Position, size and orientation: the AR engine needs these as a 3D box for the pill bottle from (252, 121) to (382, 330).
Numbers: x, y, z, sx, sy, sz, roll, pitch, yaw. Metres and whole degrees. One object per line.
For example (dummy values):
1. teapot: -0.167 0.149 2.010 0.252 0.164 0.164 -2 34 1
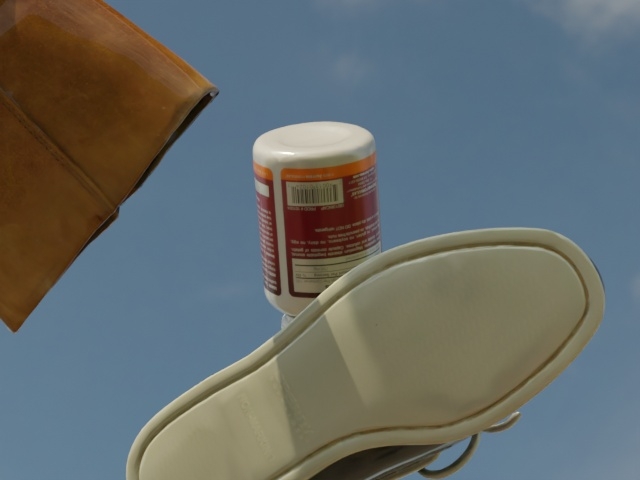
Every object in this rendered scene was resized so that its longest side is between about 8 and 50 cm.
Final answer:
1. pill bottle: 0.000 0.000 1.310 0.086 0.086 0.152 -1 -71 7

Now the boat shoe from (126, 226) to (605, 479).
1. boat shoe: 0.027 0.072 0.876 0.254 0.095 0.079 -35 -18 22

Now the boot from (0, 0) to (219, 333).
1. boot: -0.230 -0.064 0.851 0.280 0.264 0.096 45 -11 -4
